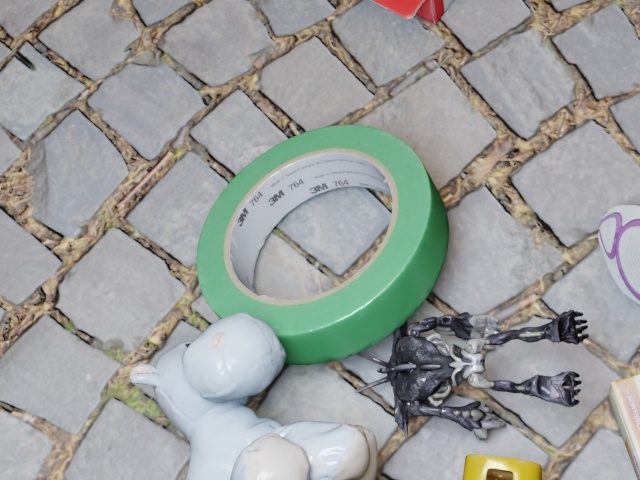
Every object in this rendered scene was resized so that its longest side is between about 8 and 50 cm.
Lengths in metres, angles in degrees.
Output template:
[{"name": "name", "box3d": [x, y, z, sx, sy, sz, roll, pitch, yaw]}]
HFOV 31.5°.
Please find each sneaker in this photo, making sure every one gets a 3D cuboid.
[{"name": "sneaker", "box3d": [0.477, 0.043, 1.376, 0.305, 0.152, 0.114, 31, 115, 39]}]

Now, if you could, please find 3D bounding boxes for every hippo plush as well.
[{"name": "hippo plush", "box3d": [-0.083, 0.215, 1.328, 0.294, 0.234, 0.237, -40, 64, 37]}]

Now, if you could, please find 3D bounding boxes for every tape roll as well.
[{"name": "tape roll", "box3d": [0.000, 0.000, 1.439, 0.321, 0.077, 0.321, -14, 50, 18]}]

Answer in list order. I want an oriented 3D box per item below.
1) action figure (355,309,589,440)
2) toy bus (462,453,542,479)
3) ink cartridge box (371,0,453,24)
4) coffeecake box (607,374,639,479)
[{"name": "action figure", "box3d": [0.180, 0.156, 1.357, 0.275, 0.141, 0.164, -8, 70, 36]}, {"name": "toy bus", "box3d": [0.196, 0.341, 1.283, 0.191, 0.104, 0.202, -37, 64, -7]}, {"name": "ink cartridge box", "box3d": [0.147, -0.409, 1.647, 0.134, 0.078, 0.231, 32, 75, 23]}, {"name": "coffeecake box", "box3d": [0.446, 0.213, 1.313, 0.185, 0.068, 0.142, -16, 64, 3]}]
